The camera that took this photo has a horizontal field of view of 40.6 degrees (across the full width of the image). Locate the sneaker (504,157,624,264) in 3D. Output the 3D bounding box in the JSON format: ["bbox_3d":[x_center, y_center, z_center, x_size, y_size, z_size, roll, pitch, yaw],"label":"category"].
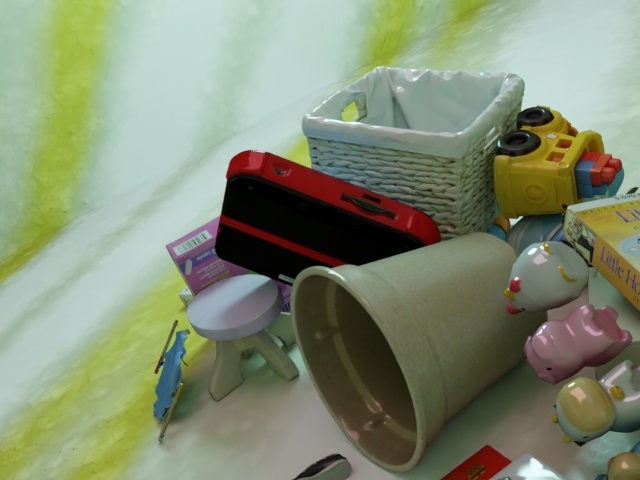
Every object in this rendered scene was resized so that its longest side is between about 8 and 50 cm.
[{"bbox_3d":[0.510,-0.039,1.587,0.319,0.127,0.208,-43,28,-21],"label":"sneaker"}]

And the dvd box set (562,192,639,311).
[{"bbox_3d":[0.572,0.049,1.181,0.308,0.062,0.420,-9,32,-12],"label":"dvd box set"}]

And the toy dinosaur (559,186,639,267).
[{"bbox_3d":[0.448,-0.012,1.404,0.118,0.064,0.268,3,33,21],"label":"toy dinosaur"}]

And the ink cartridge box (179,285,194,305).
[{"bbox_3d":[-0.247,0.104,2.164,0.179,0.045,0.145,-10,28,39],"label":"ink cartridge box"}]

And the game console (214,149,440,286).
[{"bbox_3d":[0.000,0.000,1.574,0.342,0.387,0.060,110,-178,-60],"label":"game console"}]

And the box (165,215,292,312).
[{"bbox_3d":[-0.184,0.073,1.903,0.214,0.242,0.117,-29,23,-10],"label":"box"}]

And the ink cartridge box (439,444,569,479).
[{"bbox_3d":[0.178,0.372,1.124,0.275,0.060,0.239,-32,25,-15],"label":"ink cartridge box"}]

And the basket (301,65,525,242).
[{"bbox_3d":[0.192,-0.159,1.670,0.331,0.266,0.328,10,33,30],"label":"basket"}]

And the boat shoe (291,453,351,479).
[{"bbox_3d":[-0.013,0.370,1.341,0.125,0.046,0.038,-29,23,-15],"label":"boat shoe"}]

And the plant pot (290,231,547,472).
[{"bbox_3d":[0.169,0.140,1.356,0.306,0.333,0.334,-24,20,-26],"label":"plant pot"}]

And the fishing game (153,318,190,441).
[{"bbox_3d":[-0.297,0.271,1.757,0.264,0.041,0.189,-123,53,-67],"label":"fishing game"}]

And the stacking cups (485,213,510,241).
[{"bbox_3d":[0.321,0.012,1.713,0.096,0.096,0.316,-16,23,23],"label":"stacking cups"}]

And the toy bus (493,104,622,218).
[{"bbox_3d":[0.441,-0.141,1.559,0.212,0.149,0.220,6,40,35],"label":"toy bus"}]

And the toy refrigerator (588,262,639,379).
[{"bbox_3d":[0.460,0.117,1.322,0.094,0.102,0.269,-15,26,24],"label":"toy refrigerator"}]

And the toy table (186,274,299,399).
[{"bbox_3d":[-0.146,0.184,1.733,0.252,0.160,0.274,-32,23,-13],"label":"toy table"}]

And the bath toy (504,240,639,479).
[{"bbox_3d":[0.339,0.159,1.152,0.129,0.151,0.348,-50,46,35],"label":"bath toy"}]
